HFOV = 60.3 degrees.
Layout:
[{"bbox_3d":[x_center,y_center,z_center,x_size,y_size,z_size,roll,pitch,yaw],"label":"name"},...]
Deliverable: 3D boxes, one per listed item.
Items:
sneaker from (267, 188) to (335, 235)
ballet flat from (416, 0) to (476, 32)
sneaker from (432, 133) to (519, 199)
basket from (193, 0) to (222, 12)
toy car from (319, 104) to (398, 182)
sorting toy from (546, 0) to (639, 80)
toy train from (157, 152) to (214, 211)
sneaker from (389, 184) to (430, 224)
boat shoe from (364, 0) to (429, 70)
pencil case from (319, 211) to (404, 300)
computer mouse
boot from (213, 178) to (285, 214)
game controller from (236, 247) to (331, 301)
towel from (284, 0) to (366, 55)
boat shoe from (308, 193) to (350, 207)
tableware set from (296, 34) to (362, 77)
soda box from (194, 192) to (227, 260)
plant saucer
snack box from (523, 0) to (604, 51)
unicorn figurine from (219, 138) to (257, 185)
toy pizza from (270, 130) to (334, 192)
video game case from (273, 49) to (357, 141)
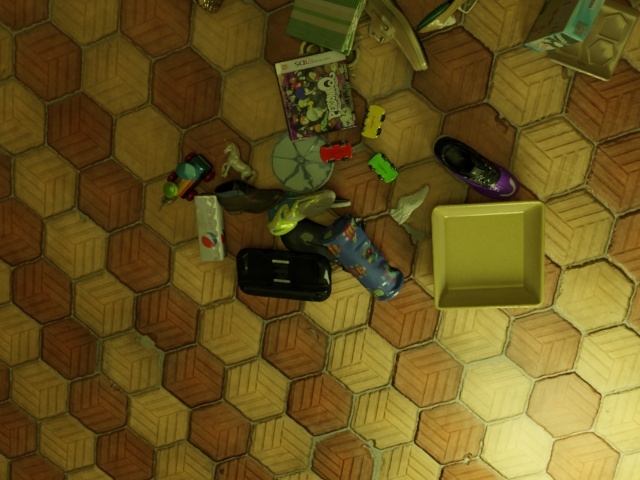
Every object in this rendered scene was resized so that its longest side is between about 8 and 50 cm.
[{"bbox_3d":[-0.074,-0.120,1.701,0.240,0.091,0.126,-29,62,13],"label":"sneaker"},{"bbox_3d":[0.379,-0.657,1.558,0.232,0.080,0.073,-42,111,15],"label":"ballet flat"},{"bbox_3d":[0.457,-0.203,1.616,0.293,0.146,0.102,31,104,-1],"label":"sneaker"},{"bbox_3d":[-0.334,-0.829,1.523,0.223,0.213,0.299,36,104,-3],"label":"basket"},{"bbox_3d":[0.146,-0.269,1.668,0.239,0.053,0.225,-38,110,20],"label":"toy car"},{"bbox_3d":[0.766,-0.579,1.555,0.192,0.038,0.208,21,100,1],"label":"sorting toy"},{"bbox_3d":[-0.454,-0.160,1.727,0.105,0.143,0.248,45,103,-4],"label":"toy train"},{"bbox_3d":[0.276,-0.121,1.703,0.061,0.054,0.152,42,104,-2],"label":"sneaker"},{"bbox_3d":[0.190,-0.616,1.571,0.110,0.121,0.341,-33,87,20],"label":"boat shoe"},{"bbox_3d":[0.130,0.051,1.691,0.119,0.133,0.306,-22,120,42],"label":"pencil case"},{"bbox_3d":[0.000,0.000,1.752,0.272,0.072,0.189,12,105,3],"label":"computer mouse"},{"bbox_3d":[-0.224,-0.140,1.699,0.219,0.082,0.106,-11,144,23],"label":"boot"},{"bbox_3d":[-0.120,0.110,1.772,0.318,0.067,0.167,4,106,13],"label":"game controller"},{"bbox_3d":[0.043,-0.712,1.550,0.247,0.038,0.325,31,108,31],"label":"towel"},{"bbox_3d":[0.024,-0.126,1.732,0.142,0.049,0.040,0,103,9],"label":"boat shoe"},{"bbox_3d":[0.027,-0.559,1.635,0.194,0.039,0.128,8,104,4],"label":"tableware set"},{"bbox_3d":[-0.354,-0.044,1.782,0.073,0.069,0.216,-2,103,7],"label":"soda box"},{"bbox_3d":[0.511,0.041,1.701,0.332,0.081,0.333,-3,102,7],"label":"plant saucer"},{"bbox_3d":[0.635,-0.595,1.415,0.060,0.322,0.187,24,105,-3],"label":"snack box"},{"bbox_3d":[-0.268,-0.236,1.739,0.161,0.060,0.111,35,105,-19],"label":"unicorn figurine"},{"bbox_3d":[-0.057,-0.250,1.720,0.201,0.032,0.202,1,102,4],"label":"toy pizza"},{"bbox_3d":[-0.012,-0.429,1.626,0.210,0.042,0.232,-14,112,-6],"label":"video game case"}]
